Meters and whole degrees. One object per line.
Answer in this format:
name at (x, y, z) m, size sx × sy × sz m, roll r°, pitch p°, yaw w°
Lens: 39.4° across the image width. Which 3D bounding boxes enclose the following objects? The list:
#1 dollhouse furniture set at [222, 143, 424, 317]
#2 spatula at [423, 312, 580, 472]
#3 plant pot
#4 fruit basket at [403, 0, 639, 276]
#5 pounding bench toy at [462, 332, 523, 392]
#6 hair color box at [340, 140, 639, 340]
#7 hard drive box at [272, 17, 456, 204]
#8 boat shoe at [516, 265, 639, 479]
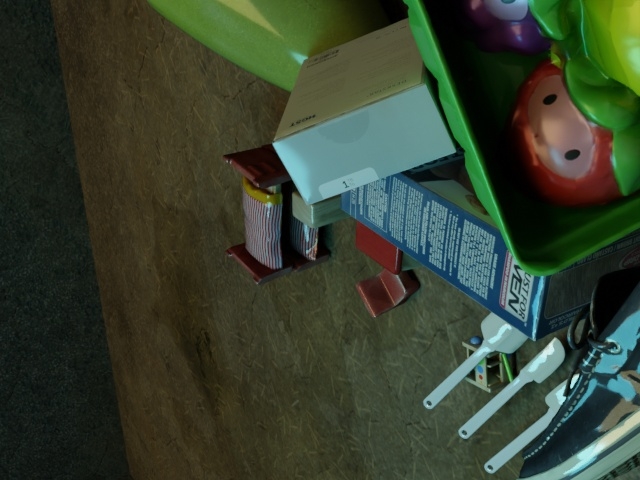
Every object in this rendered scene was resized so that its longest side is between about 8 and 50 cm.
dollhouse furniture set at (0.000, 0.000, 1.410) m, size 0.374 × 0.152 × 0.201 m, roll 37°, pitch 136°, yaw 46°
spatula at (0.242, 0.195, 1.164) m, size 0.168 × 0.019 × 0.242 m, roll 45°, pitch 131°, yaw 10°
plant pot at (-0.045, -0.328, 1.232) m, size 0.293 × 0.275 × 0.274 m, roll 45°, pitch 144°, yaw 13°
fruit basket at (0.243, -0.175, 0.756) m, size 0.392 × 0.283 × 0.392 m, roll 62°, pitch 172°, yaw 14°
pounding bench toy at (0.238, 0.163, 1.198) m, size 0.083 × 0.052 × 0.065 m, roll 23°, pitch 125°, yaw 53°
hair color box at (0.191, -0.032, 1.045) m, size 0.347 × 0.174 × 0.105 m, roll 37°, pitch 135°, yaw 45°
hard drive box at (0.059, -0.161, 1.034) m, size 0.181 × 0.232 × 0.089 m, roll -18°, pitch 118°, yaw 20°
boat shoe at (0.335, 0.103, 0.875) m, size 0.156 × 0.187 × 0.500 m, roll 57°, pitch 141°, yaw 28°
